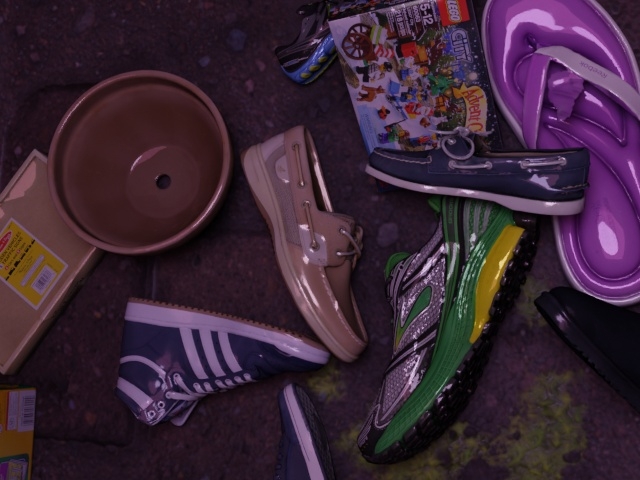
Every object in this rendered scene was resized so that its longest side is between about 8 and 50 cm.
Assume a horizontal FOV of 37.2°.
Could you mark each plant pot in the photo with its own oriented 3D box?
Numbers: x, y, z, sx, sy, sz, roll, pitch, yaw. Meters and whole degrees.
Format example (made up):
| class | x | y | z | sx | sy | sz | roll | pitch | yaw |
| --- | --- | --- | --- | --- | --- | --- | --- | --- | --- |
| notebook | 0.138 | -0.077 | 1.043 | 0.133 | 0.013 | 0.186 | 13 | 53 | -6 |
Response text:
| class | x | y | z | sx | sy | sz | roll | pitch | yaw |
| --- | --- | --- | --- | --- | --- | --- | --- | --- | --- |
| plant pot | -0.217 | -0.087 | 1.216 | 0.237 | 0.110 | 0.237 | -2 | 76 | 9 |

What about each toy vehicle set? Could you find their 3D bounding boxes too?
| class | x | y | z | sx | sy | sz | roll | pitch | yaw |
| --- | --- | --- | --- | --- | --- | --- | --- | --- | --- |
| toy vehicle set | -0.402 | 0.029 | 1.295 | 0.166 | 0.035 | 0.267 | 38 | 93 | 16 |

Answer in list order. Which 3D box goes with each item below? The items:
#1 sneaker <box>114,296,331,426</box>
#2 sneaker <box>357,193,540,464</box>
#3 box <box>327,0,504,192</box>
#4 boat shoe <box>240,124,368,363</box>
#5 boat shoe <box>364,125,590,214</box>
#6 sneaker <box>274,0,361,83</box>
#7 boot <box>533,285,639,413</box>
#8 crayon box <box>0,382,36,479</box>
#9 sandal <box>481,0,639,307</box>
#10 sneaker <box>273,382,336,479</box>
| class | x | y | z | sx | sy | sz | roll | pitch | yaw |
| --- | --- | --- | --- | --- | --- | --- | --- | --- | --- |
| sneaker | -0.129 | 0.167 | 1.171 | 0.282 | 0.099 | 0.153 | 9 | 81 | 23 |
| sneaker | 0.129 | 0.101 | 1.112 | 0.146 | 0.134 | 0.343 | 23 | 80 | 23 |
| box | 0.116 | -0.176 | 1.104 | 0.159 | 0.044 | 0.233 | -11 | 124 | 14 |
| boat shoe | 0.000 | 0.000 | 1.159 | 0.098 | 0.109 | 0.302 | -26 | 72 | 11 |
| boat shoe | 0.172 | -0.086 | 1.065 | 0.254 | 0.095 | 0.079 | 12 | 109 | 27 |
| sneaker | 0.014 | -0.287 | 1.209 | 0.078 | 0.067 | 0.188 | 45 | 98 | 9 |
| boot | 0.376 | 0.076 | 1.022 | 0.246 | 0.094 | 0.207 | 42 | 95 | -16 |
| crayon box | -0.445 | 0.323 | 1.202 | 0.081 | 0.165 | 0.278 | 0 | 83 | 15 |
| sandal | 0.305 | -0.130 | 1.092 | 0.169 | 0.102 | 0.416 | -21 | 80 | 11 |
| sneaker | -0.062 | 0.298 | 1.145 | 0.163 | 0.086 | 0.226 | -17 | 80 | 9 |
